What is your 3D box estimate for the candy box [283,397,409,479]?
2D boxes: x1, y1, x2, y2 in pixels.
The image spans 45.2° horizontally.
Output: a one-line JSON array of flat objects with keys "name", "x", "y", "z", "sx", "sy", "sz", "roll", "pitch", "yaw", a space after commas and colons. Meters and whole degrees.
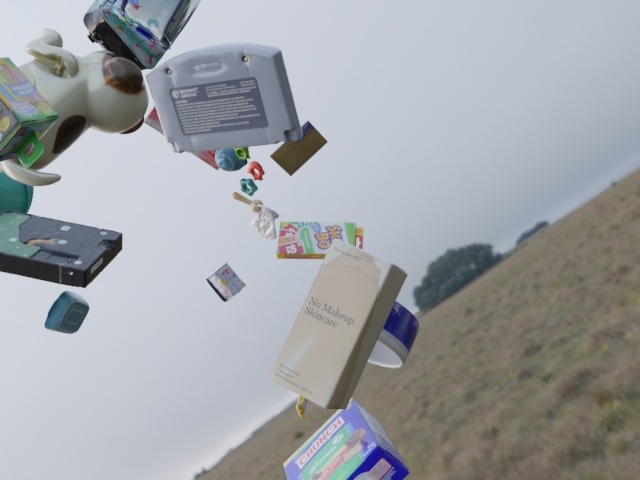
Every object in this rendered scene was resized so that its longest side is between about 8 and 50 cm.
[{"name": "candy box", "x": 0.056, "y": 0.575, "z": 1.945, "sx": 0.268, "sy": 0.122, "sz": 0.317, "roll": -46, "pitch": 13, "yaw": 0}]

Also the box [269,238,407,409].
[{"name": "box", "x": 0.039, "y": 0.169, "z": 1.551, "sx": 0.311, "sy": 0.148, "sz": 0.121, "roll": -66, "pitch": -24, "yaw": -3}]

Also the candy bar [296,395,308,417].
[{"name": "candy bar", "x": -0.040, "y": 0.398, "z": 1.949, "sx": 0.018, "sy": 0.040, "sz": 0.161, "roll": -14, "pitch": 13, "yaw": 11}]

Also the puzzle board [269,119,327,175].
[{"name": "puzzle board", "x": -0.053, "y": -0.226, "z": 1.886, "sx": 0.128, "sy": 0.011, "sz": 0.096, "roll": -43, "pitch": -42, "yaw": 5}]

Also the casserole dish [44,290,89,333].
[{"name": "casserole dish", "x": -0.669, "y": 0.198, "z": 2.051, "sx": 0.114, "sy": 0.037, "sz": 0.188, "roll": -64, "pitch": -9, "yaw": -10}]

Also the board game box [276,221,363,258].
[{"name": "board game box", "x": 0.000, "y": 0.000, "z": 2.344, "sx": 0.259, "sy": 0.124, "sz": 0.039, "roll": 2, "pitch": -36, "yaw": 4}]

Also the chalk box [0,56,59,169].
[{"name": "chalk box", "x": -0.632, "y": -0.244, "z": 1.546, "sx": 0.132, "sy": 0.213, "sz": 0.132, "roll": -39, "pitch": 3, "yaw": 22}]

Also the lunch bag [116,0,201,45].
[{"name": "lunch bag", "x": -0.200, "y": -0.352, "z": 1.037, "sx": 0.176, "sy": 0.090, "sz": 0.219, "roll": -60, "pitch": 11, "yaw": 5}]

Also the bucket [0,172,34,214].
[{"name": "bucket", "x": -0.990, "y": -0.160, "z": 2.262, "sx": 0.281, "sy": 0.281, "sz": 0.183, "roll": -41, "pitch": -21, "yaw": 30}]

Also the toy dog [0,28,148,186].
[{"name": "toy dog", "x": -0.625, "y": -0.343, "z": 1.878, "sx": 0.408, "sy": 0.395, "sz": 0.284, "roll": -22, "pitch": -35, "yaw": -24}]

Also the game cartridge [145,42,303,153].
[{"name": "game cartridge", "x": -0.188, "y": -0.274, "z": 1.476, "sx": 0.297, "sy": 0.198, "sz": 0.062, "roll": -1, "pitch": 22, "yaw": 27}]

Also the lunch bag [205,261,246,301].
[{"name": "lunch bag", "x": -0.211, "y": 0.095, "z": 1.684, "sx": 0.053, "sy": 0.071, "sz": 0.083, "roll": -42, "pitch": 6, "yaw": -28}]

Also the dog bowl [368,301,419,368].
[{"name": "dog bowl", "x": 0.098, "y": 0.198, "z": 1.839, "sx": 0.104, "sy": 0.265, "sz": 0.265, "roll": -62, "pitch": 0, "yaw": -19}]

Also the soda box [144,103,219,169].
[{"name": "soda box", "x": -0.381, "y": -0.324, "z": 2.278, "sx": 0.092, "sy": 0.263, "sz": 0.083, "roll": -36, "pitch": 26, "yaw": 49}]

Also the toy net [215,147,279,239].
[{"name": "toy net", "x": -0.136, "y": -0.109, "z": 1.628, "sx": 0.122, "sy": 0.232, "sz": 0.045, "roll": -13, "pitch": 26, "yaw": 40}]

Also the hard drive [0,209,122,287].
[{"name": "hard drive", "x": -0.719, "y": 0.019, "z": 2.003, "sx": 0.237, "sy": 0.339, "sz": 0.064, "roll": -69, "pitch": -11, "yaw": -64}]

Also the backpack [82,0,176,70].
[{"name": "backpack", "x": -0.481, "y": -0.605, "z": 2.076, "sx": 0.191, "sy": 0.225, "sz": 0.253, "roll": -12, "pitch": 41, "yaw": 38}]
